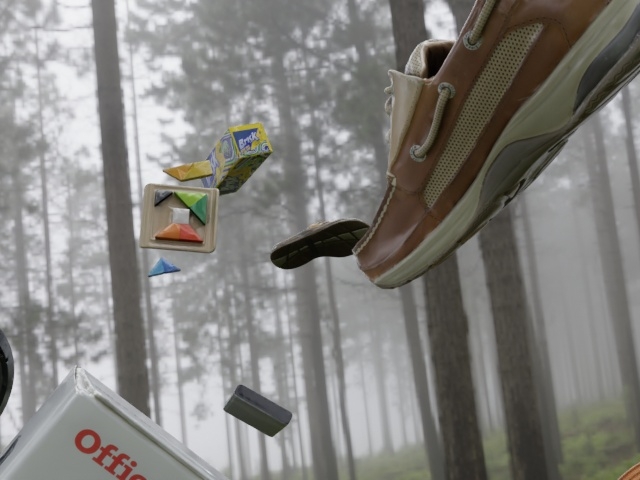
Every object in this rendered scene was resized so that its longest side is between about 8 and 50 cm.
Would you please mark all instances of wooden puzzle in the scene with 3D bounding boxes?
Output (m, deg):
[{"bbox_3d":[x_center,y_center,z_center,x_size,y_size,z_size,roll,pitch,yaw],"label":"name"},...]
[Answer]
[{"bbox_3d":[-0.135,-0.023,0.836,0.078,0.116,0.014,-3,-20,-8],"label":"wooden puzzle"}]

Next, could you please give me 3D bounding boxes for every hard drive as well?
[{"bbox_3d":[-0.099,0.265,1.359,0.094,0.022,0.135,29,-24,-1],"label":"hard drive"}]

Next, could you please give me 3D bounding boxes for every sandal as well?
[{"bbox_3d":[0.000,0.000,1.831,0.219,0.090,0.060,-19,33,9],"label":"sandal"}]

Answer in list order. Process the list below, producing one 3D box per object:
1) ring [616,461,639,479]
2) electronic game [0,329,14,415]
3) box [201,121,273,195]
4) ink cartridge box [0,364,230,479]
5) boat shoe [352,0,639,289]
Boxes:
[{"bbox_3d":[0.548,0.465,1.246,0.336,0.336,0.032,-10,-29,31],"label":"ring"},{"bbox_3d":[-0.557,0.210,1.289,0.048,0.229,0.229,8,3,41],"label":"electronic game"},{"bbox_3d":[-0.138,-0.124,1.380,0.059,0.054,0.169,-15,-12,-29],"label":"box"},{"bbox_3d":[-0.196,0.263,0.669,0.197,0.273,0.114,42,-9,-14],"label":"ink cartridge box"},{"bbox_3d":[0.104,-0.085,0.588,0.123,0.116,0.324,-36,-12,-44],"label":"boat shoe"}]
